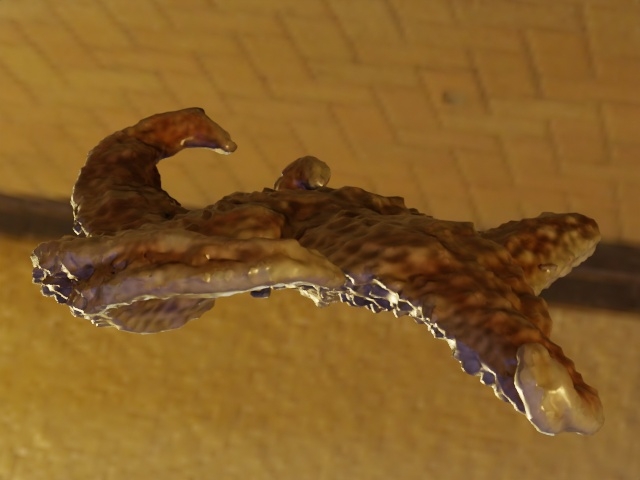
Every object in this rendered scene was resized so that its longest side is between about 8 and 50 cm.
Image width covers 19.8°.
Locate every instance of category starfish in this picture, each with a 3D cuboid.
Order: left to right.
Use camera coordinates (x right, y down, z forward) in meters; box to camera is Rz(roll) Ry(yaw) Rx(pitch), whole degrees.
[{"bbox_3d":[0.000,0.010,0.422,0.150,0.053,0.210,-5,-166,-28],"label":"starfish"}]
